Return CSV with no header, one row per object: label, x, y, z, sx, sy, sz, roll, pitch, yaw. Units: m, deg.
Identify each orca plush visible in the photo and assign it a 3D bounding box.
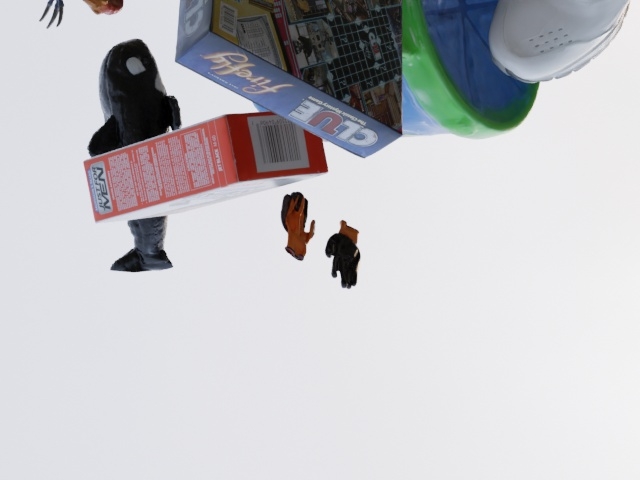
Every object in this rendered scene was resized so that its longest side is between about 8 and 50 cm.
orca plush,-0.252,-0.102,2.089,0.102,0.287,0.151,-4,-165,-39

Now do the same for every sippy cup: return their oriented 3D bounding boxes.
sippy cup,0.051,-0.189,1.548,0.305,0.224,0.240,35,-126,-45

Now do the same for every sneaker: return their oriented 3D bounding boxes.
sneaker,0.244,-0.260,1.421,0.111,0.297,0.129,40,178,12

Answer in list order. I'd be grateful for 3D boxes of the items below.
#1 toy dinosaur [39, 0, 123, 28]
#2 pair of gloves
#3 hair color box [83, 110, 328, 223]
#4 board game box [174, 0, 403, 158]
toy dinosaur,-0.120,-0.147,0.824,0.082,0.090,0.047,35,-177,10
pair of gloves,0.000,0.000,1.353,0.083,0.010,0.074,34,-144,-26
hair color box,-0.086,-0.054,1.253,0.093,0.167,0.053,-9,-92,-44
board game box,-0.016,-0.193,1.183,0.165,0.042,0.243,26,-130,-31
